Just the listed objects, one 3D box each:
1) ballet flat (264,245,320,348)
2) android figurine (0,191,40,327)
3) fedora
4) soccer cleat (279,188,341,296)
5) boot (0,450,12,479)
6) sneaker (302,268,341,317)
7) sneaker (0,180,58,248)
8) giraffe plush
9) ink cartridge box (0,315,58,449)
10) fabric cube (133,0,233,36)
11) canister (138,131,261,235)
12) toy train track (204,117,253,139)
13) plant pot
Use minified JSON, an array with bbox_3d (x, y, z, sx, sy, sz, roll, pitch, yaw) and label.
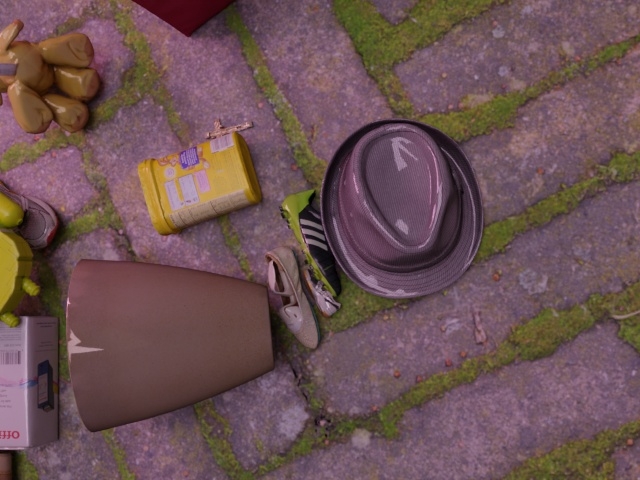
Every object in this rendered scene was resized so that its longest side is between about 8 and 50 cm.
[{"bbox_3d":[-0.050,0.091,1.253,0.057,0.052,0.168,-33,71,49],"label":"ballet flat"},{"bbox_3d":[-0.571,0.030,1.291,0.273,0.056,0.248,34,94,9],"label":"android figurine"},{"bbox_3d":[0.119,-0.059,1.172,0.243,0.124,0.275,-6,80,2],"label":"fedora"},{"bbox_3d":[0.000,0.000,1.243,0.072,0.060,0.179,-25,73,-6],"label":"soccer cleat"},{"bbox_3d":[-0.642,0.437,1.353,0.248,0.090,0.207,10,87,10],"label":"boot"},{"bbox_3d":[0.002,0.078,1.261,0.037,0.032,0.083,-26,77,-13],"label":"sneaker"},{"bbox_3d":[-0.545,-0.053,1.361,0.225,0.093,0.088,26,92,12],"label":"sneaker"},{"bbox_3d":[-0.497,-0.278,1.341,0.170,0.210,0.181,21,95,42],"label":"giraffe plush"},{"bbox_3d":[-0.524,0.233,1.338,0.154,0.093,0.212,-3,84,14],"label":"ink cartridge box"},{"bbox_3d":[-0.212,-0.503,1.215,0.259,0.258,0.254,-34,87,9],"label":"fabric cube"},{"bbox_3d":[-0.191,-0.091,1.291,0.170,0.073,0.126,-18,83,10],"label":"canister"},{"bbox_3d":[-0.151,-0.181,1.317,0.083,0.014,0.048,-13,84,12],"label":"toy train track"},{"bbox_3d":[-0.210,0.145,1.212,0.274,0.256,0.256,-4,85,-3],"label":"plant pot"}]
